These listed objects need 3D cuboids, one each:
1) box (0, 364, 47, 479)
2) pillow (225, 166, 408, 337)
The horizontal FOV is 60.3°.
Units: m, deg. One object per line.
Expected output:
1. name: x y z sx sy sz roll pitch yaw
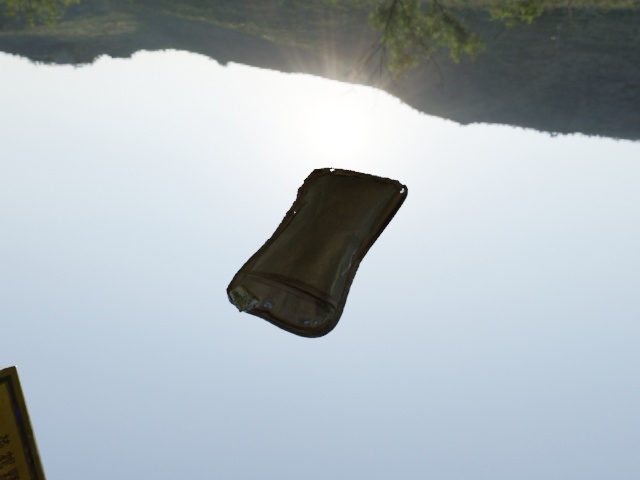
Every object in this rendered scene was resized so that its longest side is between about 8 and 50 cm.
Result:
1. box: -0.444 0.253 0.682 0.302 0.192 0.084 -10 -174 43
2. pillow: 0.000 0.000 0.602 0.131 0.038 0.232 16 -126 25
